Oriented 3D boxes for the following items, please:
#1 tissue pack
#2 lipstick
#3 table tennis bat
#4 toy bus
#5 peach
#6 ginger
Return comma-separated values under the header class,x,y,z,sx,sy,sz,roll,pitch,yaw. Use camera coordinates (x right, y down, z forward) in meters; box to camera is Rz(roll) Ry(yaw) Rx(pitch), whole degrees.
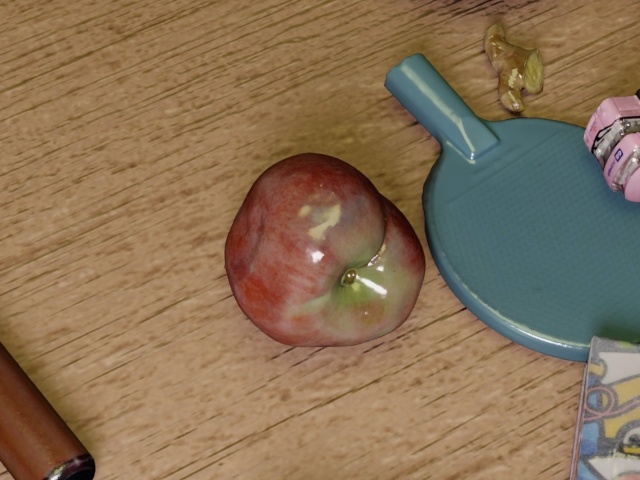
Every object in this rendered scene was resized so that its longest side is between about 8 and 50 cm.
class,x,y,z,sx,sy,sz,roll,pitch,yaw
tissue pack,0.242,0.154,0.989,0.115,0.065,0.155,10,56,6
lipstick,-0.291,0.062,1.042,0.057,0.057,0.356,-34,63,-22
table tennis bat,0.172,-0.035,1.130,0.215,0.044,0.329,-32,65,-21
toy bus,0.324,-0.083,1.133,0.203,0.063,0.090,-5,53,-19
peach,0.000,0.000,1.048,0.152,0.152,0.152,1,56,-1
ginger,0.176,-0.157,1.216,0.048,0.030,0.097,-8,58,-5
